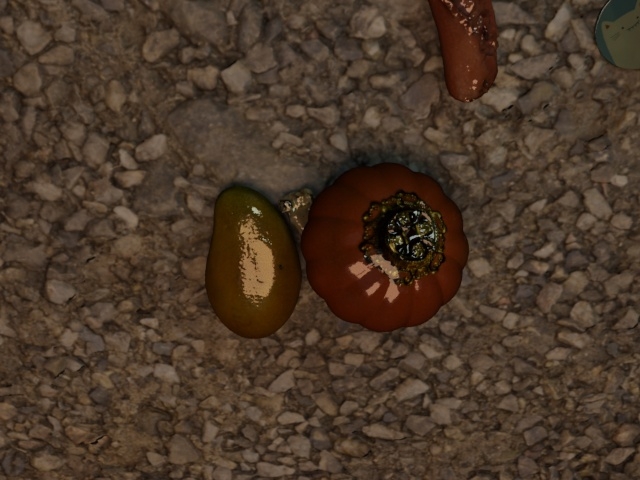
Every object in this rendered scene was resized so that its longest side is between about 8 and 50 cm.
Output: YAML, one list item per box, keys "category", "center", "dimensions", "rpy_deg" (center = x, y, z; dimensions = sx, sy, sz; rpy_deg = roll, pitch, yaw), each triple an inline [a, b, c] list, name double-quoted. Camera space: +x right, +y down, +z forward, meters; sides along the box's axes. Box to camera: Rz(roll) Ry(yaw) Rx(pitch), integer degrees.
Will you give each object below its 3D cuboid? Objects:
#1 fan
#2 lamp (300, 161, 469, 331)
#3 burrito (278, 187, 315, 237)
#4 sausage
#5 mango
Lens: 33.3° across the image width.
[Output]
- category: "fan"
  center: [0.414, -0.242, 1.335]
  dimensions: [0.113, 0.005, 0.175]
  rpy_deg: [-31, 116, 18]
- category: "lamp"
  center: [0.084, 0.008, 1.386]
  dimensions: [0.223, 0.223, 0.196]
  rpy_deg: [22, 164, -12]
- category: "burrito"
  center: [0.000, -0.001, 1.478]
  dimensions: [0.051, 0.042, 0.171]
  rpy_deg: [-26, 116, 10]
- category: "sausage"
  center: [0.147, -0.309, 1.255]
  dimensions: [0.087, 0.079, 0.327]
  rpy_deg: [-25, 121, -1]
- category: "mango"
  center: [-0.094, 0.033, 1.473]
  dimensions: [0.136, 0.099, 0.227]
  rpy_deg: [0, 114, 9]
